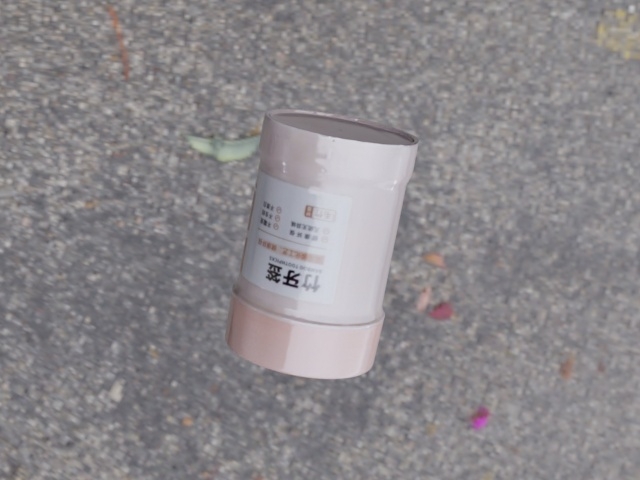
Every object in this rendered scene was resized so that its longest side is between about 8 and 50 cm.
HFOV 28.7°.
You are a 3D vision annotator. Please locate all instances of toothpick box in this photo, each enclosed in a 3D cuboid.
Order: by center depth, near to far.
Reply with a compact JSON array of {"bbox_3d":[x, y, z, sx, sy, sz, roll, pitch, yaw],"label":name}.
[{"bbox_3d":[0.000,0.000,0.781,0.098,0.098,0.148,-1,108,-40],"label":"toothpick box"}]
